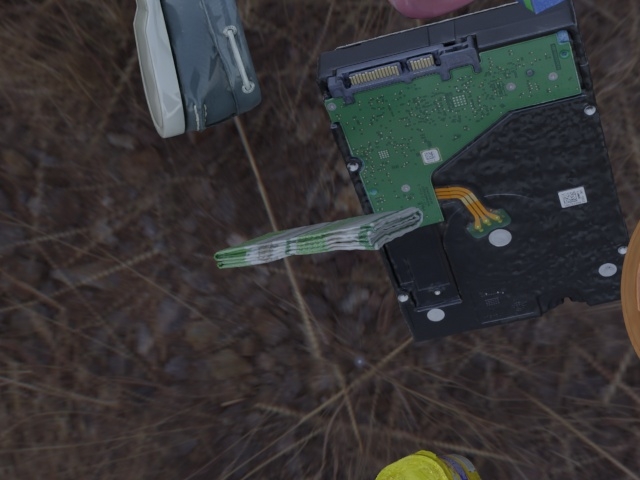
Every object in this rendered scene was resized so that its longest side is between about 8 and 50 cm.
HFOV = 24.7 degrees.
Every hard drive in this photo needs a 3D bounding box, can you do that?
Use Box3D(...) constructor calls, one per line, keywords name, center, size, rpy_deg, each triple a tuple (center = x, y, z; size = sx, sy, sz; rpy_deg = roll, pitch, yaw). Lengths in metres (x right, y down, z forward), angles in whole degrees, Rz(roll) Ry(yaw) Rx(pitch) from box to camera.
Box3D(name="hard drive", center=(0.155, -0.058, 1.376), size=(0.237, 0.339, 0.064), rpy_deg=(-14, 41, 12))

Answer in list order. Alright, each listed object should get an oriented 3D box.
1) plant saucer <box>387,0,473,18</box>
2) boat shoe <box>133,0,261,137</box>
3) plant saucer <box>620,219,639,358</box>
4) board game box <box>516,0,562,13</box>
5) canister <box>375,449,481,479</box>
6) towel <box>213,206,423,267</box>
Box3D(name="plant saucer", center=(0.132, -0.260, 0.745), size=(0.332, 0.332, 0.084), rpy_deg=(-44, 79, -2))
Box3D(name="boat shoe", center=(-0.108, -0.245, 1.194), size=(0.099, 0.116, 0.319), rpy_deg=(-10, 111, -14))
Box3D(name="plant saucer", center=(0.306, 0.032, 1.051), size=(0.200, 0.037, 0.199), rpy_deg=(-5, 80, 34))
Box3D(name="board game box", center=(0.163, -0.220, 1.002), size=(0.136, 0.201, 0.035), rpy_deg=(-26, 117, -5))
Box3D(name="canister", center=(0.117, 0.261, 1.367), size=(0.073, 0.170, 0.126), rpy_deg=(-28, 76, 12))
Box3D(name="towel", center=(0.000, 0.000, 1.240), size=(0.152, 0.113, 0.023), rpy_deg=(-10, 94, 26))
